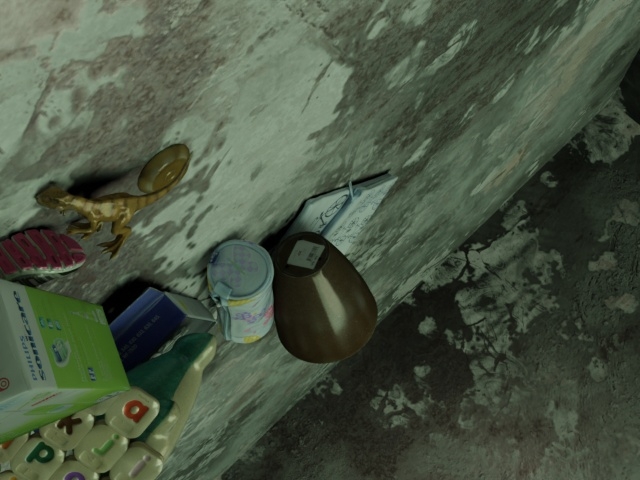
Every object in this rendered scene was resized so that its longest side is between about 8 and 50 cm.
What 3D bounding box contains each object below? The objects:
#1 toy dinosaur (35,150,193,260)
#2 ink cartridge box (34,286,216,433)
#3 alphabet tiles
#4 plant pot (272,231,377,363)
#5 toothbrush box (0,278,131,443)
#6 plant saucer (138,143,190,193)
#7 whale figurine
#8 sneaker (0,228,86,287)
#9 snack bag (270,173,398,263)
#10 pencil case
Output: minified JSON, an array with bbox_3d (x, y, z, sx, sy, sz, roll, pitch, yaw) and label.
[{"bbox_3d":[-0.238,-0.038,0.952,0.211,0.064,0.112,-17,152,-51],"label":"toy dinosaur"},{"bbox_3d":[-0.326,0.214,1.319,0.303,0.072,0.307,-44,172,-1],"label":"ink cartridge box"},{"bbox_3d":[-0.364,0.273,1.081,0.278,0.284,0.021,-50,-167,12],"label":"alphabet tiles"},{"bbox_3d":[-0.009,0.092,1.563,0.215,0.215,0.230,-40,144,-17],"label":"plant pot"},{"bbox_3d":[-0.363,0.149,0.873,0.206,0.122,0.283,-23,167,1],"label":"toothbrush box"},{"bbox_3d":[-0.199,-0.088,1.033,0.083,0.015,0.083,-40,163,-15],"label":"plant saucer"},{"bbox_3d":[-0.270,0.240,1.206,0.272,0.141,0.216,-57,-165,-17],"label":"whale figurine"},{"bbox_3d":[-0.349,0.040,0.900,0.170,0.063,0.075,-21,154,-49],"label":"sneaker"},{"bbox_3d":[0.000,0.000,1.702,0.342,0.037,0.323,-21,151,-55],"label":"snack bag"},{"bbox_3d":[-0.142,0.101,1.447,0.273,0.113,0.124,96,13,-68],"label":"pencil case"}]
